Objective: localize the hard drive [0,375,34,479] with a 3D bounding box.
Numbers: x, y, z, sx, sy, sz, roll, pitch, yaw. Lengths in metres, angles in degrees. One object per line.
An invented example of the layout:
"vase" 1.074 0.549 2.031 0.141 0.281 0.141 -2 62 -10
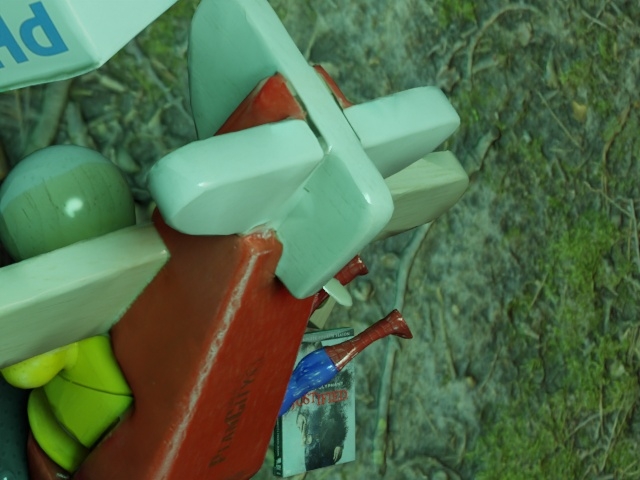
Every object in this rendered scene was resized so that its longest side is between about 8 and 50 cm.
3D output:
"hard drive" -0.266 0.086 0.794 0.172 0.054 0.255 -34 118 -41

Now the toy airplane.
"toy airplane" -0.095 0.018 0.747 0.384 0.272 0.386 -46 149 -3

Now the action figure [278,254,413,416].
"action figure" -0.063 0.127 0.992 0.280 0.139 0.091 -34 75 -1

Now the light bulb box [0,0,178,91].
"light bulb box" -0.189 -0.309 0.732 0.358 0.225 0.361 -52 126 -47

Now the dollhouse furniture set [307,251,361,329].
"dollhouse furniture set" 0.000 0.000 1.044 0.151 0.123 0.144 43 65 -36

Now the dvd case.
"dvd case" -0.005 0.138 1.123 0.087 0.013 0.119 -4 94 -42
